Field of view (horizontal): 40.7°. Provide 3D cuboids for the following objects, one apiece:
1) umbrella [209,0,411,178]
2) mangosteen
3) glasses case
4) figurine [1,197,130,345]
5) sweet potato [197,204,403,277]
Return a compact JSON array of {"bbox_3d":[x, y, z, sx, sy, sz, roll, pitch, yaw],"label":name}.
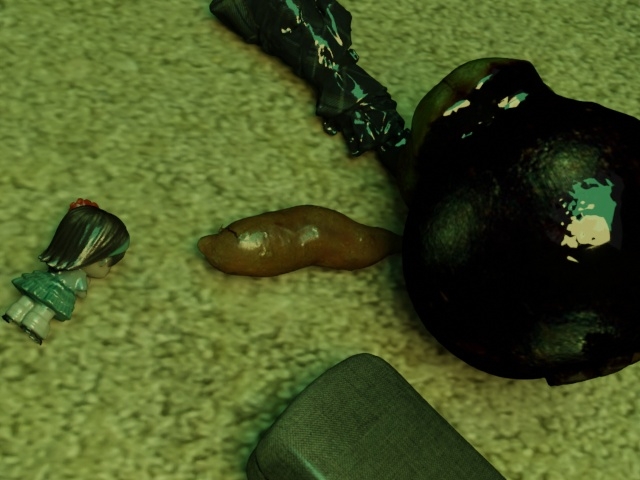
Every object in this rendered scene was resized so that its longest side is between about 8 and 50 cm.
[{"bbox_3d":[0.009,-0.147,0.723,0.224,0.080,0.071,49,28,3],"label":"umbrella"},{"bbox_3d":[0.155,-0.012,0.619,0.242,0.243,0.243,6,66,-14],"label":"mangosteen"},{"bbox_3d":[0.096,0.220,0.556,0.323,0.074,0.131,45,43,12],"label":"glasses case"},{"bbox_3d":[-0.181,0.019,0.608,0.060,0.047,0.106,20,66,34],"label":"figurine"},{"bbox_3d":[0.000,0.000,0.664,0.194,0.056,0.057,0,68,-22],"label":"sweet potato"}]
